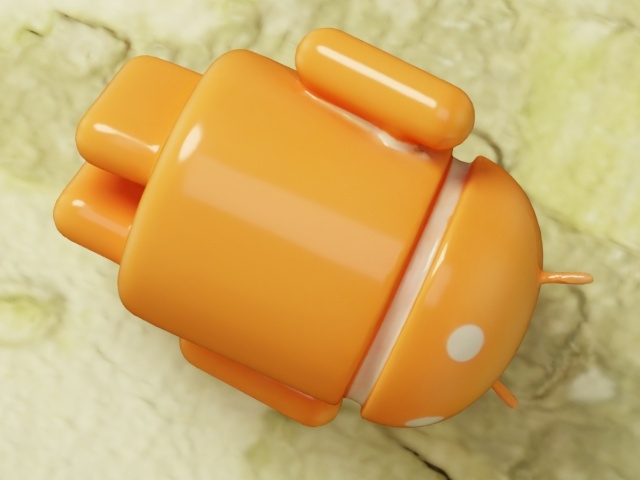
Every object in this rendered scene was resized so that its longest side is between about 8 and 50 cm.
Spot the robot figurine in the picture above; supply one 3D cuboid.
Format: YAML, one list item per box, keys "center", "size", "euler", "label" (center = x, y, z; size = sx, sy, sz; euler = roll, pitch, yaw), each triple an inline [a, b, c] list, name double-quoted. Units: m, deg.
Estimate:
- center: [0.001, -0.001, 0.712]
  size: [0.219, 0.128, 0.158]
  euler: [24, 88, 1]
  label: "robot figurine"
